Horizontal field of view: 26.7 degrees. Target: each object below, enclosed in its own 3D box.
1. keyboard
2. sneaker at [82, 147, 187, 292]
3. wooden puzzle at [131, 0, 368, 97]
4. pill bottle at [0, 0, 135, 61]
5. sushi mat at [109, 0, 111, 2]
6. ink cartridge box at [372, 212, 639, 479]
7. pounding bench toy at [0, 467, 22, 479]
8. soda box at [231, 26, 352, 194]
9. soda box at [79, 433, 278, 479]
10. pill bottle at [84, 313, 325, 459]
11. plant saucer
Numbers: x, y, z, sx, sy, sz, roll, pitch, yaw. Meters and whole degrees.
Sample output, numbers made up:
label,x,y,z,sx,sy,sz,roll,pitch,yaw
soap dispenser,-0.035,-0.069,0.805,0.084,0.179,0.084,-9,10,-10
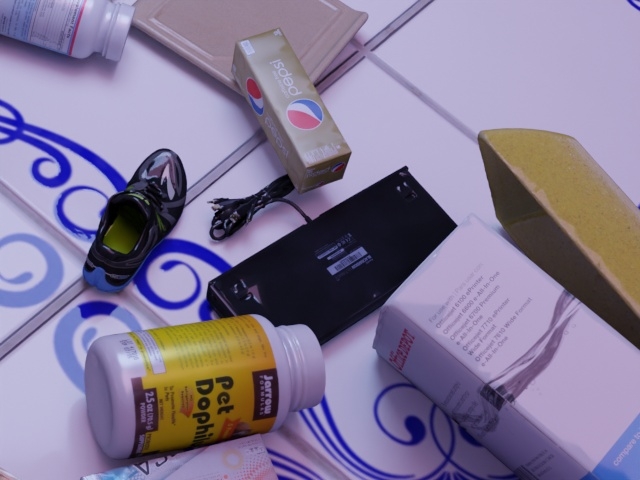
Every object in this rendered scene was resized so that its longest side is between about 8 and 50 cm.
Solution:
label,x,y,z,sx,sy,sz,roll,pitch,yaw
keyboard,0.000,0.000,1.484,0.317,0.033,0.201,-31,73,-36
sneaker,-0.185,-0.028,1.401,0.067,0.078,0.188,27,50,-1
wooden puzzle,-0.090,-0.266,1.639,0.238,0.044,0.221,30,51,8
pill bottle,-0.295,-0.257,1.520,0.160,0.087,0.087,17,51,-10
sushi mat,-0.291,-0.397,1.667,0.151,0.019,0.317,21,51,-5
ink cartridge box,0.210,0.141,1.318,0.307,0.223,0.129,40,77,10
pounding bench toy,-0.295,0.238,1.180,0.083,0.052,0.065,31,51,3
soda box,-0.034,-0.145,1.504,0.058,0.061,0.181,-20,67,-19
soda box,-0.132,0.235,1.242,0.183,0.058,0.063,-10,60,-28
pill bottle,-0.108,0.135,1.285,0.214,0.117,0.117,-7,59,-25
plant saucer,0.305,0.034,1.391,0.081,0.333,0.333,-39,72,0
